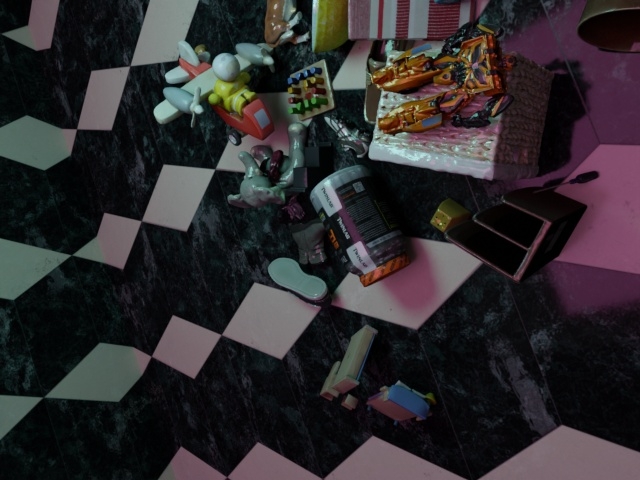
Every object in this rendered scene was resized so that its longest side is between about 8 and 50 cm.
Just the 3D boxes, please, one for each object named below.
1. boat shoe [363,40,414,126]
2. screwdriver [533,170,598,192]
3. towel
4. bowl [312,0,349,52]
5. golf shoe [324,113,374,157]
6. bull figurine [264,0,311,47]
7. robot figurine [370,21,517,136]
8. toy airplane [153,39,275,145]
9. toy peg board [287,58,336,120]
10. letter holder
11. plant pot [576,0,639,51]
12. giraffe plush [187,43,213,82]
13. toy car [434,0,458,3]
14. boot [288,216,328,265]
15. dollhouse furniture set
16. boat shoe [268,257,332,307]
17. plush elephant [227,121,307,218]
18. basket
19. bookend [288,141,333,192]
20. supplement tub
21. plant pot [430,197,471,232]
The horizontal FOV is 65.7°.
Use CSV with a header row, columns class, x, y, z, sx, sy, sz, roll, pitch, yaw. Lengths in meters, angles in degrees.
class,x,y,z,sx,sy,sz,roll,pitch,yaw
boat shoe,0.175,-0.494,1.434,0.123,0.116,0.324,25,115,34
screwdriver,0.576,-0.133,1.169,0.025,0.170,0.024,85,167,-70
towel,0.237,-0.650,1.301,0.329,0.037,0.237,3,103,6
bowl,0.059,-0.693,1.440,0.156,0.289,0.289,2,105,-4
golf shoe,0.076,-0.336,1.581,0.198,0.077,0.093,40,123,28
bull figurine,-0.114,-0.793,1.620,0.188,0.101,0.310,15,109,35
robot figurine,0.250,-0.321,1.018,0.291,0.085,0.211,-10,89,38
toy airplane,-0.334,-0.531,1.636,0.272,0.385,0.386,130,142,-65
toy peg board,-0.046,-0.498,1.645,0.161,0.079,0.160,-9,94,40
letter holder,0.459,-0.048,1.175,0.214,0.302,0.152,34,120,30
plant pot,0.655,-0.529,0.986,0.215,0.215,0.230,16,96,37
giraffe plush,-0.387,-0.607,1.845,0.171,0.210,0.181,24,90,28
toy car,0.350,-0.694,1.133,0.210,0.238,0.219,-2,101,12
boot,0.000,0.000,1.731,0.247,0.083,0.161,-13,98,46
dollhouse furniture set,0.207,0.473,1.662,0.303,0.198,0.286,30,147,-3
boat shoe,-0.078,0.159,1.804,0.302,0.114,0.091,33,159,44
plush elephant,-0.189,-0.217,1.710,0.272,0.255,0.329,-10,93,41
basket,0.344,-0.299,1.206,0.331,0.328,0.266,16,106,37
bookend,-0.031,-0.244,1.638,0.072,0.157,0.156,7,105,38
supplement tub,0.127,-0.042,1.518,0.207,0.207,0.338,-36,76,39
plant pot,0.359,-0.062,1.400,0.081,0.083,0.081,40,122,26
